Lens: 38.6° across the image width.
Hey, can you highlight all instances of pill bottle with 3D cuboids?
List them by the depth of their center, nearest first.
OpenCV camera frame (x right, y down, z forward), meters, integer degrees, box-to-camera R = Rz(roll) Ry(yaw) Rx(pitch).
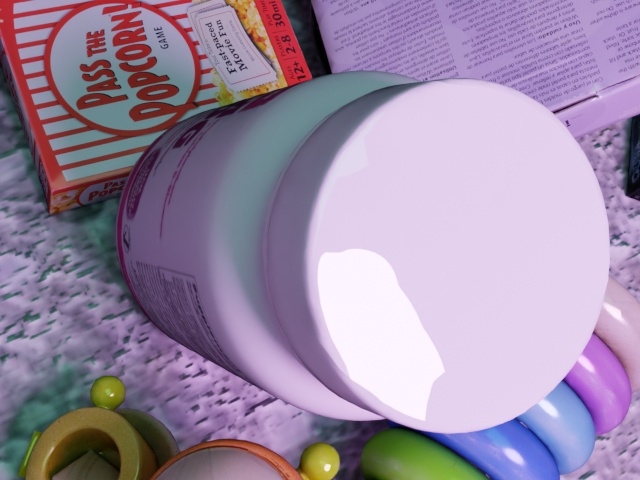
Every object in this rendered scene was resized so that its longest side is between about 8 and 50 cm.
[{"bbox_3d":[0.000,0.000,0.467,0.160,0.283,0.160,-1,93,-24],"label":"pill bottle"}]

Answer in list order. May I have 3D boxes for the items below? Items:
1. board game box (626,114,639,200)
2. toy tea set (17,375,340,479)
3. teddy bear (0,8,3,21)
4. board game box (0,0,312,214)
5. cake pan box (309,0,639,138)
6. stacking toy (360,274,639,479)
[{"bbox_3d":[0.346,-0.069,0.760,0.186,0.026,0.126,17,67,-11],"label":"board game box"},{"bbox_3d":[-0.112,0.225,0.422,0.200,0.124,0.336,7,67,20],"label":"toy tea set"},{"bbox_3d":[-0.290,-0.172,0.489,0.245,0.113,0.338,3,38,-36],"label":"teddy bear"},{"bbox_3d":[-0.109,-0.113,0.620,0.193,0.045,0.147,-18,78,-22],"label":"board game box"},{"bbox_3d":[0.115,-0.176,0.620,0.267,0.070,0.246,-22,68,16],"label":"cake pan box"},{"bbox_3d":[0.070,0.160,0.542,0.141,0.141,0.330,38,69,-2],"label":"stacking toy"}]
